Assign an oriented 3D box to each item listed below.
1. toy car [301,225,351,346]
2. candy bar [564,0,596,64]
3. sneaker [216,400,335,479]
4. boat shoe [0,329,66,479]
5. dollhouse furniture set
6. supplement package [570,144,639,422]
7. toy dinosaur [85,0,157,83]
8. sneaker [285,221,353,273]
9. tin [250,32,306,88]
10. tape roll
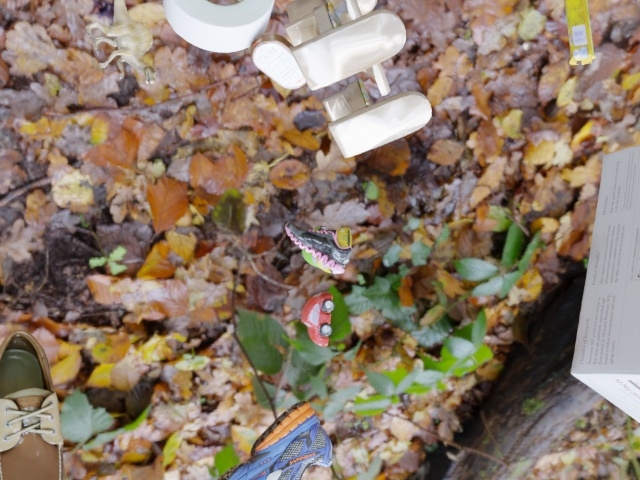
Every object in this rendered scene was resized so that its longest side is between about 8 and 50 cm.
[{"bbox_3d":[-0.004,0.044,1.105,0.053,0.225,0.239,7,119,-12],"label":"toy car"},{"bbox_3d":[0.398,-0.343,0.932,0.040,0.161,0.018,-5,161,19],"label":"candy bar"},{"bbox_3d":[-0.067,0.280,0.661,0.221,0.087,0.083,-42,173,-22],"label":"sneaker"},{"bbox_3d":[-0.456,0.274,0.910,0.123,0.324,0.119,0,130,-37],"label":"boat shoe"},{"bbox_3d":[0.056,-0.403,0.858,0.257,0.362,0.394,-21,137,11],"label":"dollhouse furniture set"},{"bbox_3d":[0.387,0.052,0.604,0.204,0.261,0.145,34,153,-27],"label":"supplement package"},{"bbox_3d":[-0.315,-0.324,0.946,0.093,0.053,0.183,-19,95,-11],"label":"toy dinosaur"},{"bbox_3d":[0.000,0.000,0.958,0.119,0.047,0.057,35,96,2],"label":"sneaker"},{"bbox_3d":[-0.105,-0.475,1.608,0.106,0.040,0.190,-29,141,30],"label":"tin"},{"bbox_3d":[-0.262,-0.634,1.559,0.286,0.286,0.100,-7,161,-18],"label":"tape roll"}]
